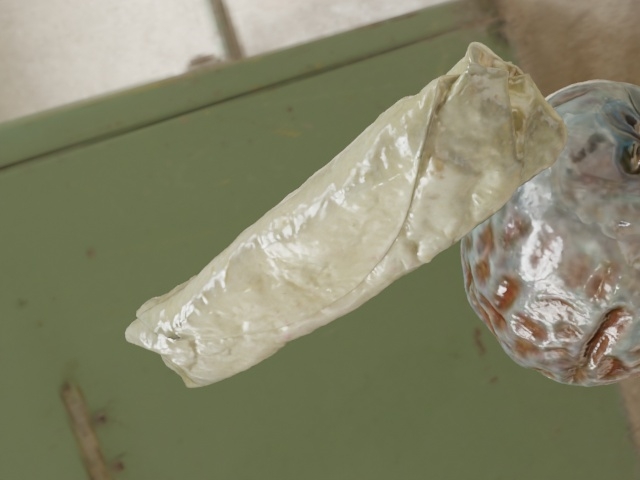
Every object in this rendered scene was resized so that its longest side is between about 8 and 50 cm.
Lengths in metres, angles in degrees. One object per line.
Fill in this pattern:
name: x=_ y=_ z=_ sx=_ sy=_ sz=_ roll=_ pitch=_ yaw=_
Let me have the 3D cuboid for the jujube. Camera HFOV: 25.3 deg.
jujube: x=0.229 y=0.000 z=1.215 sx=0.215 sy=0.246 sz=0.308 roll=8 pitch=152 yaw=2

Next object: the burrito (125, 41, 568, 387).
burrito: x=0.000 y=0.000 z=0.731 sx=0.275 sy=0.059 sz=0.082 roll=-34 pitch=120 yaw=30
